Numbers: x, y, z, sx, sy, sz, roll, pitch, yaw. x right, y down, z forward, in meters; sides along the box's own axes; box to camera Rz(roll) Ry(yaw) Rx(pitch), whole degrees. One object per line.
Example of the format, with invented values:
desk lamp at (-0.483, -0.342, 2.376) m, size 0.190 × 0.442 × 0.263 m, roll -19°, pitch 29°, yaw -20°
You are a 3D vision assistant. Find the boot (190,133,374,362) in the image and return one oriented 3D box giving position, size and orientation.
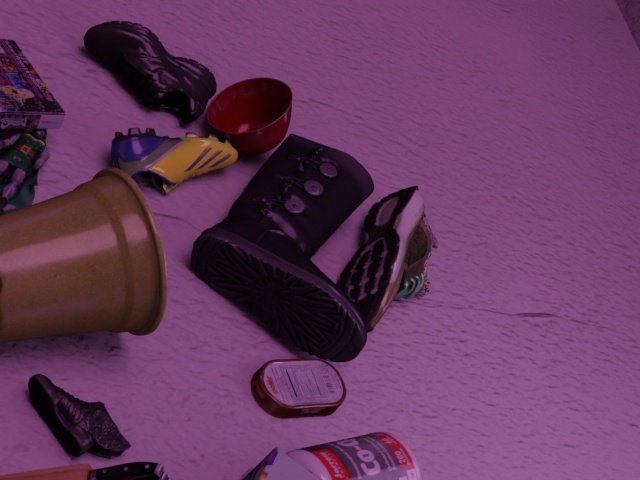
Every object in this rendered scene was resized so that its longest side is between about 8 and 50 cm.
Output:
boot at (-0.002, -0.001, 2.253) m, size 0.367 × 0.146 × 0.445 m, roll 36°, pitch 35°, yaw 2°

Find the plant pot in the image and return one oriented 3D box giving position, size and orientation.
plant pot at (-0.414, 0.044, 1.802) m, size 0.254 × 0.276 × 0.276 m, roll -15°, pitch 63°, yaw -33°

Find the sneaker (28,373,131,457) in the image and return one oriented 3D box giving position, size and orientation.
sneaker at (-0.368, 0.266, 1.770) m, size 0.089 × 0.051 × 0.170 m, roll -25°, pitch 77°, yaw -50°

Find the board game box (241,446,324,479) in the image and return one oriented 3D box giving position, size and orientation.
board game box at (-0.099, 0.443, 1.641) m, size 0.142 × 0.275 × 0.144 m, roll 36°, pitch 39°, yaw -6°

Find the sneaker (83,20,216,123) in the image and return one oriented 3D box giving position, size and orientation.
sneaker at (-0.346, -0.337, 2.327) m, size 0.286 × 0.109 × 0.130 m, roll 26°, pitch 49°, yaw -14°

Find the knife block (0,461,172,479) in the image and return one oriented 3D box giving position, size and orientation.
knife block at (-0.344, 0.353, 1.548) m, size 0.275 × 0.242 × 0.088 m, roll 23°, pitch 41°, yaw -22°

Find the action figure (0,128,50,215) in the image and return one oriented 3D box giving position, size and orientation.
action figure at (-0.528, -0.133, 2.011) m, size 0.137 × 0.063 × 0.232 m, roll 30°, pitch 36°, yaw -9°

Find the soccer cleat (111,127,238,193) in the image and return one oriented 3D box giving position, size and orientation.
soccer cleat at (-0.279, -0.148, 2.231) m, size 0.289 × 0.093 × 0.121 m, roll 0°, pitch 84°, yaw -45°

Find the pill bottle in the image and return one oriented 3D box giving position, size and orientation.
pill bottle at (0.014, 0.407, 1.864) m, size 0.283 × 0.161 × 0.161 m, roll -3°, pitch 56°, yaw -42°

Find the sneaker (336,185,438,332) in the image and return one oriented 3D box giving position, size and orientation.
sneaker at (0.167, 0.062, 2.357) m, size 0.182 × 0.158 × 0.410 m, roll 48°, pitch 40°, yaw -20°

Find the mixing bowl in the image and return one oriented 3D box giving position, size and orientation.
mixing bowl at (-0.135, -0.242, 2.385) m, size 0.181 × 0.098 × 0.181 m, roll -8°, pitch 43°, yaw 8°

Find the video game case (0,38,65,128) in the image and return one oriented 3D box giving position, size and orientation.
video game case at (-0.599, -0.283, 2.072) m, size 0.210 × 0.042 × 0.232 m, roll -7°, pitch 47°, yaw -43°

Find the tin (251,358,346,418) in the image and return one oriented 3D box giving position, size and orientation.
tin at (-0.036, 0.260, 2.066) m, size 0.189 × 0.040 × 0.106 m, roll 2°, pitch 48°, yaw -39°
